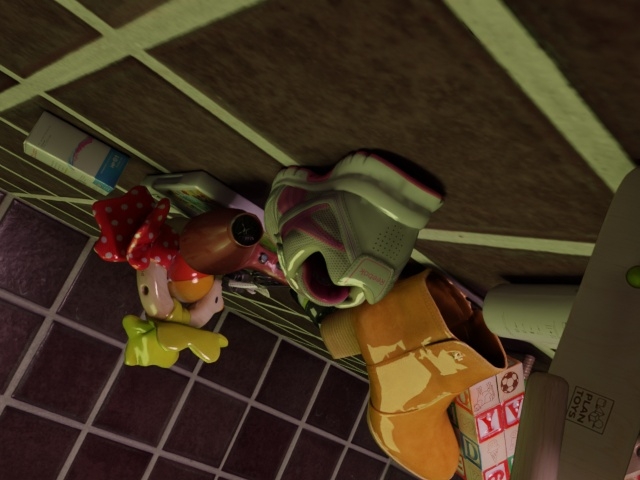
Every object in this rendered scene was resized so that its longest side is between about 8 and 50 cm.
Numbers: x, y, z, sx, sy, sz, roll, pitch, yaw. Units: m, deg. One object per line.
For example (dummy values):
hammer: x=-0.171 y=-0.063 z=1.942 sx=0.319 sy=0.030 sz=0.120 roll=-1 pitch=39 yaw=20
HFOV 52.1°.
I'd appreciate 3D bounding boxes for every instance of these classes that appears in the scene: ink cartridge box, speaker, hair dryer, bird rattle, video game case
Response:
ink cartridge box: x=-0.328 y=-0.115 z=0.879 sx=0.122 sy=0.052 sz=0.088 roll=29 pitch=167 yaw=-22
speaker: x=0.207 y=0.066 z=0.589 sx=0.055 sy=0.055 sz=0.136 roll=29 pitch=167 yaw=-18
hair dryer: x=-0.063 y=0.017 z=0.812 sx=0.223 sy=0.080 sz=0.293 roll=5 pitch=167 yaw=17
bird rattle: x=-0.212 y=0.047 z=0.908 sx=0.143 sy=0.254 sz=0.207 roll=-13 pitch=-174 yaw=24
video game case: x=-0.117 y=-0.026 z=0.904 sx=0.227 sy=0.026 sz=0.206 roll=34 pitch=165 yaw=-31

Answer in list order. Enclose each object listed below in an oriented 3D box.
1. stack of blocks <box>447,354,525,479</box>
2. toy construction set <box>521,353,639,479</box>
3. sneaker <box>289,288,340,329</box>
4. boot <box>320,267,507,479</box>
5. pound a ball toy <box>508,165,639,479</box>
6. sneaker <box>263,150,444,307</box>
stack of blocks: x=0.180 y=0.223 z=0.990 sx=0.297 sy=0.087 sz=0.171 roll=22 pitch=128 yaw=63
toy construction set: x=0.392 y=0.352 z=0.982 sx=0.257 sy=0.237 sz=0.309 roll=19 pitch=166 yaw=27
sneaker: x=0.002 y=0.089 z=1.081 sx=0.097 sy=0.084 sz=0.235 roll=46 pitch=173 yaw=19
boot: x=0.142 y=0.177 z=0.792 sx=0.211 sy=0.104 sz=0.295 roll=-25 pitch=105 yaw=48
pound a ball toy: x=0.160 y=0.123 z=0.301 sx=0.135 sy=0.319 sz=0.208 roll=18 pitch=165 yaw=27
sneaker: x=0.000 y=0.000 z=0.582 sx=0.102 sy=0.111 sz=0.252 roll=29 pitch=167 yaw=-16
